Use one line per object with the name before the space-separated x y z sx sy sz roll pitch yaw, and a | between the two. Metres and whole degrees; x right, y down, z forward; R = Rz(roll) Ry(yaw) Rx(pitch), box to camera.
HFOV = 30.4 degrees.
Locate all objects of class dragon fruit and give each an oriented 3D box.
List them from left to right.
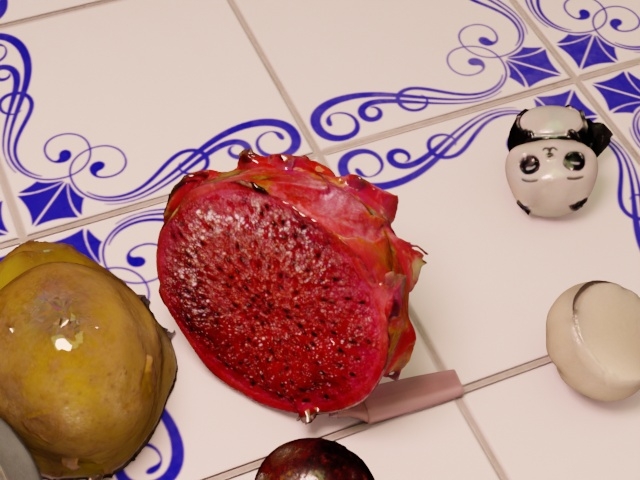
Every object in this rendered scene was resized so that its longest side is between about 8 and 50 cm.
dragon fruit | -0.022 0.039 1.607 0.386 0.371 0.249 -2 29 33

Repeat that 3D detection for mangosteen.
mangosteen | -0.016 0.338 1.480 0.172 0.172 0.184 32 67 21

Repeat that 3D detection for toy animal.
toy animal | 0.380 -0.124 1.881 0.166 0.138 0.179 -2 44 17

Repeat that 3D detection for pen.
pen | 0.104 0.224 1.658 0.197 0.032 0.053 -11 53 -14

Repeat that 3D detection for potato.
potato | -0.337 0.106 1.572 0.290 0.296 0.397 -7 54 -10

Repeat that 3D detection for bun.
bun | 0.389 0.148 1.674 0.173 0.120 0.172 14 58 -24

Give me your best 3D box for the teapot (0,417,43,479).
teapot | -0.474 0.373 1.412 0.285 0.305 0.223 -28 22 13
